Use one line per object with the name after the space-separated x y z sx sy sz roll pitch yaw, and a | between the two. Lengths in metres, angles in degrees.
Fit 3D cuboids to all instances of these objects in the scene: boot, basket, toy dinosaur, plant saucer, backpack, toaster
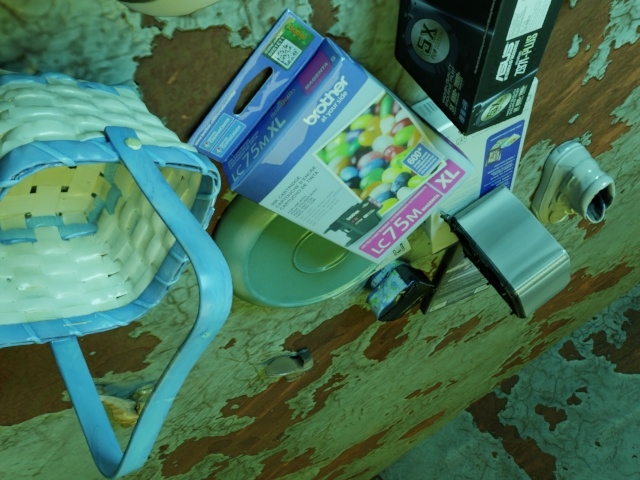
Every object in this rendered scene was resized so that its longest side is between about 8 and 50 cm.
0.491 -0.073 1.107 0.095 0.123 0.258 -31 150 0 | boot
-0.190 0.021 0.476 0.201 0.289 0.255 -10 141 -48 | basket
-0.329 0.286 0.967 0.112 0.064 0.212 -22 148 -13 | toy dinosaur
0.000 0.000 0.830 0.317 0.044 0.318 -19 142 -15 | plant saucer
-0.066 0.276 1.208 0.118 0.042 0.087 -16 149 -23 | boot
0.143 0.096 1.086 0.114 0.084 0.105 -49 145 19 | backpack
0.297 0.017 0.907 0.110 0.168 0.185 -38 150 7 | toaster

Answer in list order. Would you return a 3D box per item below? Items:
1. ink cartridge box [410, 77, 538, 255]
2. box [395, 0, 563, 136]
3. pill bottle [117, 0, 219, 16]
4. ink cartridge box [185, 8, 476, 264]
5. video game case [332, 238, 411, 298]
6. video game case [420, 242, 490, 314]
0.225 -0.110 0.880 0.165 0.065 0.333 -27 148 -7 | ink cartridge box
0.150 -0.223 0.566 0.077 0.147 0.180 -23 149 -13 | box
-0.151 -0.253 0.216 0.188 0.188 0.333 -42 148 17 | pill bottle
0.025 -0.095 0.659 0.311 0.065 0.186 28 115 -39 | ink cartridge box
0.060 0.019 0.964 0.173 0.022 0.190 -34 150 3 | video game case
0.336 0.056 1.259 0.195 0.026 0.274 -19 146 -20 | video game case
